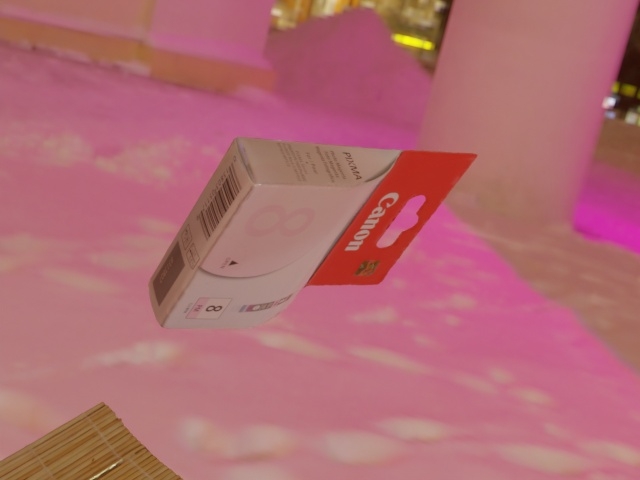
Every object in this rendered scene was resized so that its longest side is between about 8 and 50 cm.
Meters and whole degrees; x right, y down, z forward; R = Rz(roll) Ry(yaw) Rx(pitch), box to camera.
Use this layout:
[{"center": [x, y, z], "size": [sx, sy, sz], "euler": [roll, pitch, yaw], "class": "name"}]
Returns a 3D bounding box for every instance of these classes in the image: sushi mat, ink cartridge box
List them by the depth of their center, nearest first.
[{"center": [0.000, 0.000, 1.104], "size": [0.232, 0.189, 0.066], "euler": [5, 49, -30], "class": "ink cartridge box"}, {"center": [-0.284, 0.269, 1.260], "size": [0.316, 0.019, 0.151], "euler": [-29, 56, -33], "class": "sushi mat"}]
